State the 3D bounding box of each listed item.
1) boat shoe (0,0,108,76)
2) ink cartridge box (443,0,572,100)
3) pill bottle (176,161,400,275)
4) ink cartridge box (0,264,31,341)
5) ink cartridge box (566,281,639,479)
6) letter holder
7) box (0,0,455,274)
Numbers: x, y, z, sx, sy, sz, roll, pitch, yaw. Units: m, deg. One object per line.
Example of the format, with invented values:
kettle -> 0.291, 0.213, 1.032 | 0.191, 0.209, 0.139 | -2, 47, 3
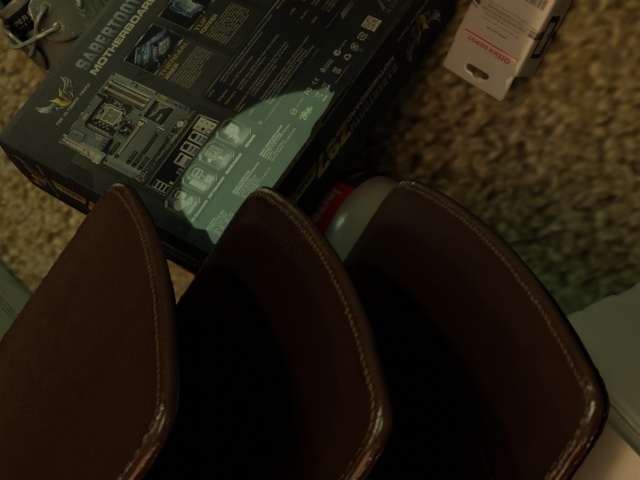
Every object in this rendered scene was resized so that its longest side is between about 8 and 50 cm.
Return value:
boat shoe -> -0.196, -0.161, 0.999 | 0.079, 0.081, 0.227 | -37, 77, 30
ink cartridge box -> 0.114, -0.131, 0.846 | 0.048, 0.028, 0.083 | 36, 113, 22
pill bottle -> 0.000, 0.000, 0.888 | 0.180, 0.108, 0.108 | 23, 108, 26
ink cartridge box -> -0.298, 0.098, 1.043 | 0.127, 0.176, 0.128 | 44, 117, 16
ink cartridge box -> 0.102, 0.212, 0.751 | 0.166, 0.285, 0.395 | 46, 117, 16
letter holder -> -0.028, 0.057, 0.627 | 0.152, 0.302, 0.214 | 31, 100, -19
box -> -0.056, -0.102, 0.863 | 0.183, 0.059, 0.232 | 27, 71, 26
